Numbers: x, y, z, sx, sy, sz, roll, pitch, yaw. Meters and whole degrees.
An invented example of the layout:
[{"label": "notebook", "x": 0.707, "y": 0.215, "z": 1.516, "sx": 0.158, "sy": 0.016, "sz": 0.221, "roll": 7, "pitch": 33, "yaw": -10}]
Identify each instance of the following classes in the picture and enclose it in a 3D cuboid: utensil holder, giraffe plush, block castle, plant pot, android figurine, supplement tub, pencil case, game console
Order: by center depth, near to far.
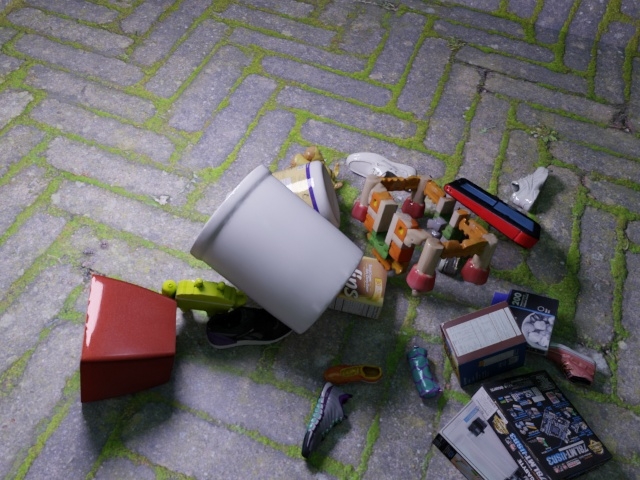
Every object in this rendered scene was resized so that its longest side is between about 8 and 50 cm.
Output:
[{"label": "plant pot", "x": -0.531, "y": 0.280, "z": 1.607, "sx": 0.235, "sy": 0.267, "sz": 0.267, "roll": 6, "pitch": 51, "yaw": -18}, {"label": "utensil holder", "x": -0.115, "y": 0.029, "z": 1.631, "sx": 0.385, "sy": 0.327, "sz": 0.327, "roll": 38, "pitch": 56, "yaw": -1}, {"label": "android figurine", "x": -0.340, "y": 0.164, "z": 1.679, "sx": 0.248, "sy": 0.273, "sz": 0.056, "roll": 9, "pitch": 67, "yaw": -14}, {"label": "pencil case", "x": 0.307, "y": 0.393, "z": 1.710, "sx": 0.070, "sy": 0.064, "sz": 0.152, "roll": -21, "pitch": 55, "yaw": 10}, {"label": "block castle", "x": 0.319, "y": -0.022, "z": 1.862, "sx": 0.303, "sy": 0.213, "sz": 0.453, "roll": -5, "pitch": 38, "yaw": -28}, {"label": "supplement tub", "x": -0.121, "y": -0.108, "z": 1.893, "sx": 0.331, "sy": 0.241, "sz": 0.241, "roll": -15, "pitch": 53, "yaw": 11}, {"label": "game console", "x": 0.601, "y": -0.110, "z": 1.981, "sx": 0.342, "sy": 0.060, "sz": 0.386, "roll": 39, "pitch": 20, "yaw": 12}, {"label": "giraffe plush", "x": -0.011, "y": -0.210, "z": 2.055, "sx": 0.210, "sy": 0.181, "sz": 0.170, "roll": 24, "pitch": 25, "yaw": -24}]

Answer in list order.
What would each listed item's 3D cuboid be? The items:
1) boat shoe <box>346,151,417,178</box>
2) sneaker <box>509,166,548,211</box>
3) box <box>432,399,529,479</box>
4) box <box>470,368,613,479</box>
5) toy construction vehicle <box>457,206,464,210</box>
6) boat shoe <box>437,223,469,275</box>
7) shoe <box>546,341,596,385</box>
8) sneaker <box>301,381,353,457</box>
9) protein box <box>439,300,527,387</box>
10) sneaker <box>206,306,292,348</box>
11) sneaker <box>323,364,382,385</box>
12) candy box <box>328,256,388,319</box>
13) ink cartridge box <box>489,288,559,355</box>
[{"label": "boat shoe", "x": 0.228, "y": -0.256, "z": 2.174, "sx": 0.277, "sy": 0.098, "sz": 0.096, "roll": 14, "pitch": 52, "yaw": 3}, {"label": "sneaker", "x": 0.799, "y": -0.218, "z": 2.213, "sx": 0.115, "sy": 0.090, "sz": 0.232, "roll": 26, "pitch": 54, "yaw": 18}, {"label": "box", "x": 0.471, "y": 0.592, "z": 1.562, "sx": 0.169, "sy": 0.087, "sz": 0.290, "roll": -32, "pitch": 62, "yaw": -26}, {"label": "box", "x": 0.604, "y": 0.508, "z": 1.572, "sx": 0.295, "sy": 0.073, "sz": 0.293, "roll": -1, "pitch": 45, "yaw": -35}, {"label": "toy construction vehicle", "x": 0.478, "y": -0.089, "z": 2.119, "sx": 0.086, "sy": 0.035, "sz": 0.098, "roll": 25, "pitch": 56, "yaw": 0}, {"label": "boat shoe", "x": 0.478, "y": 0.026, "z": 2.002, "sx": 0.068, "sy": 0.081, "sz": 0.228, "roll": 26, "pitch": 62, "yaw": 11}, {"label": "shoe", "x": 0.758, "y": 0.381, "z": 1.767, "sx": 0.178, "sy": 0.063, "sz": 0.081, "roll": 22, "pitch": 51, "yaw": 7}, {"label": "sneaker", "x": 0.021, "y": 0.503, "z": 1.590, "sx": 0.098, "sy": 0.083, "sz": 0.224, "roll": 21, "pitch": 53, "yaw": 4}, {"label": "protein box", "x": 0.474, "y": 0.306, "z": 1.676, "sx": 0.201, "sy": 0.200, "sz": 0.136, "roll": -20, "pitch": 55, "yaw": 4}, {"label": "sneaker", "x": -0.201, "y": 0.250, "z": 1.729, "sx": 0.283, "sy": 0.124, "sz": 0.107, "roll": -12, "pitch": 56, "yaw": -15}, {"label": "sneaker", "x": 0.096, "y": 0.387, "z": 1.693, "sx": 0.175, "sy": 0.067, "sz": 0.064, "roll": -3, "pitch": 55, "yaw": -6}, {"label": "candy box", "x": 0.054, "y": 0.128, "z": 1.871, "sx": 0.316, "sy": 0.087, "sz": 0.183, "roll": 12, "pitch": 52, "yaw": 4}, {"label": "ink cartridge box", "x": 0.635, "y": 0.251, "z": 1.832, "sx": 0.208, "sy": 0.045, "sz": 0.206, "roll": 11, "pitch": 50, "yaw": 25}]
